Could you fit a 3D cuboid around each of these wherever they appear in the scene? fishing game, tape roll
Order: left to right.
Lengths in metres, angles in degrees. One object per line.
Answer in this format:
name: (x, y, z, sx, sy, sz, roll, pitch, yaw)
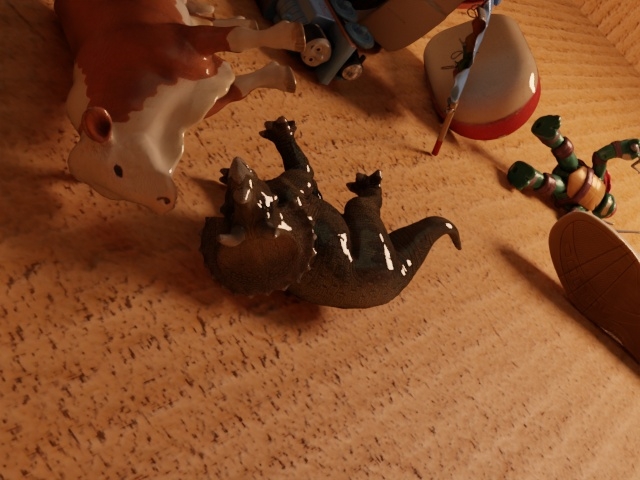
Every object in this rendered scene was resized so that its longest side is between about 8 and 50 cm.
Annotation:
tape roll: (0.192, -0.426, 1.450, 0.072, 0.392, 0.392, 38, 27, -15)
fishing game: (0.183, -0.246, 1.332, 0.041, 0.189, 0.264, 20, 70, 3)

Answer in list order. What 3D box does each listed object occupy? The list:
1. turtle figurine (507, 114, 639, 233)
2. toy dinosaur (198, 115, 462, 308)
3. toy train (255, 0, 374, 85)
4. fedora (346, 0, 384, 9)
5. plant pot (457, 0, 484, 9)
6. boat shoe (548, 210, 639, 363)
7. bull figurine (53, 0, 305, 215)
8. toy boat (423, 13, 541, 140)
turtle figurine: (0.382, -0.078, 1.541, 0.234, 0.118, 0.175, 28, 71, -29)
toy dinosaur: (0.000, 0.000, 0.892, 0.313, 0.121, 0.160, 26, 44, -43)
toy train: (-0.010, -0.265, 1.276, 0.105, 0.080, 0.184, 8, 46, -39)
fedora: (0.039, -0.462, 1.339, 0.152, 0.334, 0.334, -39, 83, -26)
plant pot: (0.266, -0.576, 1.951, 0.272, 0.272, 0.265, 41, 18, -8)
boat shoe: (0.385, 0.064, 1.358, 0.277, 0.098, 0.096, 49, 24, -13)
bull figurine: (-0.123, -0.146, 0.842, 0.188, 0.101, 0.310, -13, 43, -14)
toy boat: (0.238, -0.211, 1.523, 0.231, 0.151, 0.151, -93, 161, -54)
